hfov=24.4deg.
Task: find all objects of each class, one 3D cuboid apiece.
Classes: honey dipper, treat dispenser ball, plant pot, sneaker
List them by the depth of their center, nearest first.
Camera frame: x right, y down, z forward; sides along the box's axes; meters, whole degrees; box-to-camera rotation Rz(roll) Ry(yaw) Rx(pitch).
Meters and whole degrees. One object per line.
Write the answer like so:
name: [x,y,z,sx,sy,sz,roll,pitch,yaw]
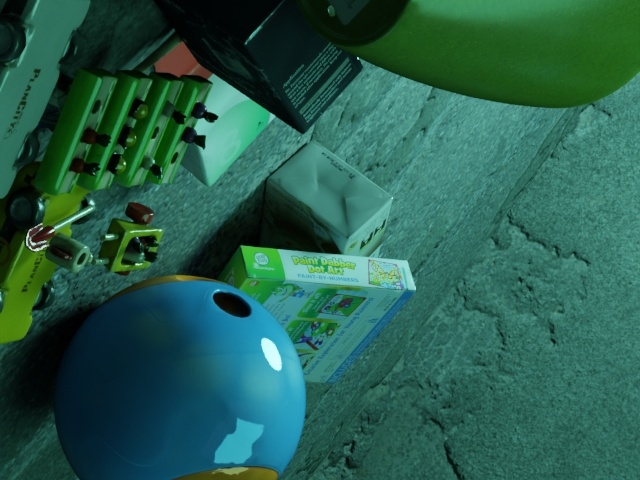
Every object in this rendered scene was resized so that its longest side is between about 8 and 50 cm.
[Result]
plant pot: [0.121,-0.238,1.270,0.293,0.275,0.275,-13,139,-47]
sneaker: [-0.220,-0.108,1.361,0.058,0.052,0.135,-42,147,14]
honey dipper: [-0.160,-0.177,1.427,0.160,0.030,0.030,-43,160,-22]
treat dispenser ball: [-0.160,0.183,1.693,0.288,0.288,0.288,-47,162,-20]

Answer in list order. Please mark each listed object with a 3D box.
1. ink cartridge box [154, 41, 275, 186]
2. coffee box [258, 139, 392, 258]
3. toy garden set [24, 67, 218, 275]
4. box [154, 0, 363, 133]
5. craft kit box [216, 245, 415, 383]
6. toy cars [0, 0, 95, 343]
ink cartridge box: [-0.088,-0.180,1.571,0.181,0.056,0.225,-48,164,-18]
coffee box: [0.000,0.000,2.005,0.098,0.141,0.246,-43,160,-29]
toy garden set: [-0.177,-0.050,1.329,0.204,0.049,0.244,-66,165,13]
box: [-0.064,-0.202,1.357,0.093,0.156,0.158,-49,148,-9]
craft kit box: [-0.040,0.104,1.950,0.246,0.061,0.250,3,144,-30]
toy cars: [-0.275,-0.065,1.261,0.176,0.087,0.394,-48,160,-33]
